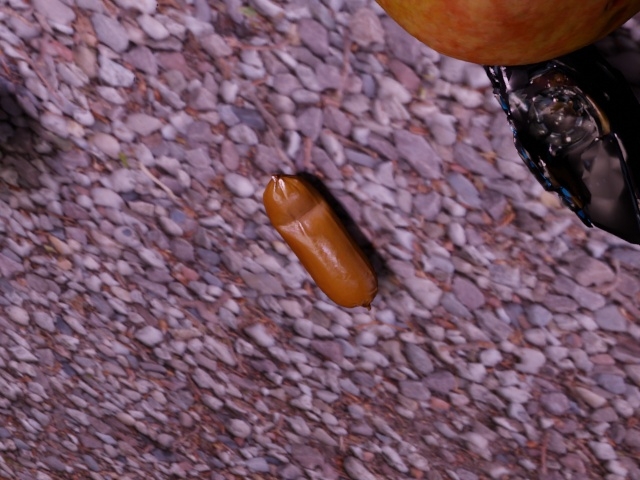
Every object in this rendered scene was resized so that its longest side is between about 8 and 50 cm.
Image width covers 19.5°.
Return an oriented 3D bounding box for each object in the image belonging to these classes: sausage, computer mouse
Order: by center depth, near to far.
[{"bbox_3d":[0.212,-0.089,1.449,0.077,0.146,0.242,-27,114,31],"label":"computer mouse"},{"bbox_3d":[0.000,0.000,1.799,0.062,0.054,0.183,-30,116,18],"label":"sausage"}]

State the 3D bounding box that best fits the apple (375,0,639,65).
[{"bbox_3d":[0.122,-0.238,1.209,0.264,0.264,0.264,21,146,15],"label":"apple"}]
